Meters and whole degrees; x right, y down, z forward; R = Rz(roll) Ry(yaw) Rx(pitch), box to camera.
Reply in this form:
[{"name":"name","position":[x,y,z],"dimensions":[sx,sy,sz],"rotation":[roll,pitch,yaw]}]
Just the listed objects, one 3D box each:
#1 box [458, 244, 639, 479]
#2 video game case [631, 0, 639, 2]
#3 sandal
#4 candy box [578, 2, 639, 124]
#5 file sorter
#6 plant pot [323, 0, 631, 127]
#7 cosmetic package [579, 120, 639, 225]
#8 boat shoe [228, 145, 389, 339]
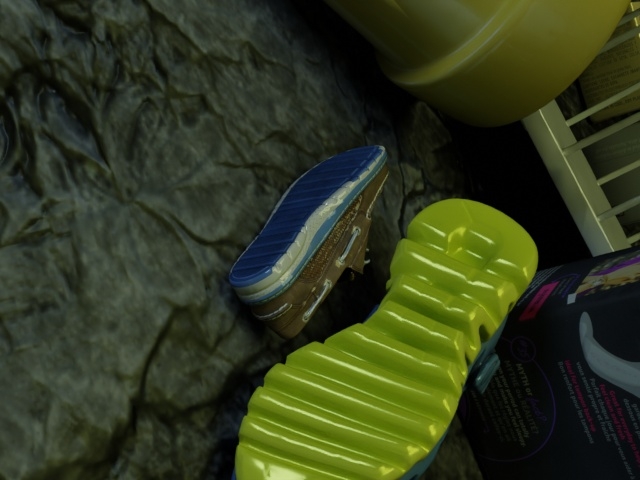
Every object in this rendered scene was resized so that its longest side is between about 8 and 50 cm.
[{"name":"box","position":[0.255,0.099,1.223],"dimensions":[0.143,0.270,0.165],"rotation":[-34,105,-52]},{"name":"video game case","position":[0.257,-0.239,1.394],"dimensions":[0.206,0.227,0.026],"rotation":[-1,89,-53]},{"name":"sandal","position":[0.051,0.110,1.091],"dimensions":[0.317,0.126,0.138],"rotation":[-42,153,-38]},{"name":"candy box","position":[0.306,-0.293,1.594],"dimensions":[0.183,0.087,0.316],"rotation":[-19,92,-54]},{"name":"file sorter","position":[0.304,-0.066,1.364],"dimensions":[0.278,0.173,0.193],"rotation":[61,14,-6]},{"name":"plant pot","position":[0.085,-0.248,1.177],"dimensions":[0.239,0.254,0.254],"rotation":[26,56,-28]},{"name":"cosmetic package","position":[0.376,-0.094,1.579],"dimensions":[0.238,0.127,0.107],"rotation":[-19,93,-56]},{"name":"boat shoe","position":[0.000,0.000,1.111],"dimensions":[0.183,0.066,0.066],"rotation":[-49,121,-38]}]
